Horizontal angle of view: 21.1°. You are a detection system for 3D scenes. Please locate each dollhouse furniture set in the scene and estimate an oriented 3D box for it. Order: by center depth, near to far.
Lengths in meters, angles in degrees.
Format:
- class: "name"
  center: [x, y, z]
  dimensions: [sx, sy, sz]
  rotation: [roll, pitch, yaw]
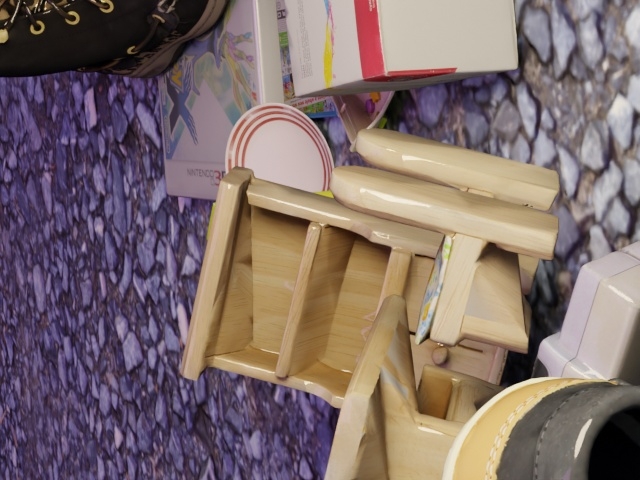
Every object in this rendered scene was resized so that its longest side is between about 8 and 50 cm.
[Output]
- class: "dollhouse furniture set"
  center: [0.006, 0.092, 1.249]
  dimensions: [0.394, 0.256, 0.362]
  rotation: [-59, -18, -73]

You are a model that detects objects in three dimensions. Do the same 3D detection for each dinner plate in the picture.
- class: "dinner plate"
  center: [-0.039, -0.071, 1.755]
  dimensions: [0.141, 0.017, 0.141]
  rotation: [12, 110, 35]

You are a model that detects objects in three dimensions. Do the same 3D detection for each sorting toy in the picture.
- class: "sorting toy"
  center: [0.046, -0.136, 1.587]
  dimensions: [0.075, 0.045, 0.083]
  rotation: [-55, 47, 44]

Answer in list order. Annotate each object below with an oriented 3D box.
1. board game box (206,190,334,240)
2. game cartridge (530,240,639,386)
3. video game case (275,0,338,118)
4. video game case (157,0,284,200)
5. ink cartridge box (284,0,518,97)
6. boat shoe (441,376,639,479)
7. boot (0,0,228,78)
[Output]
- class: "board game box"
  center: [0.000, 0.000, 1.548]
  dimensions: [0.092, 0.181, 0.043]
  rotation: [56, 143, 43]
- class: "game cartridge"
  center: [0.203, 0.139, 1.107]
  dimensions: [0.068, 0.230, 0.355]
  rotation: [41, 132, 38]
- class: "video game case"
  center: [-0.011, -0.205, 1.714]
  dimensions: [0.119, 0.015, 0.166]
  rotation: [4, 99, 63]
- class: "video game case"
  center: [-0.117, -0.206, 1.908]
  dimensions: [0.300, 0.036, 0.329]
  rotation: [8, 103, 63]
- class: "ink cartridge box"
  center: [0.062, -0.191, 1.435]
  dimensions: [0.176, 0.128, 0.127]
  rotation: [-4, 92, 64]
- class: "boat shoe"
  center: [0.264, 0.265, 0.878]
  dimensions: [0.500, 0.187, 0.156]
  rotation: [48, 157, 2]
- class: "boot"
  center: [-0.267, -0.266, 1.831]
  dimensions: [0.377, 0.284, 0.138]
  rotation: [145, 115, -63]
